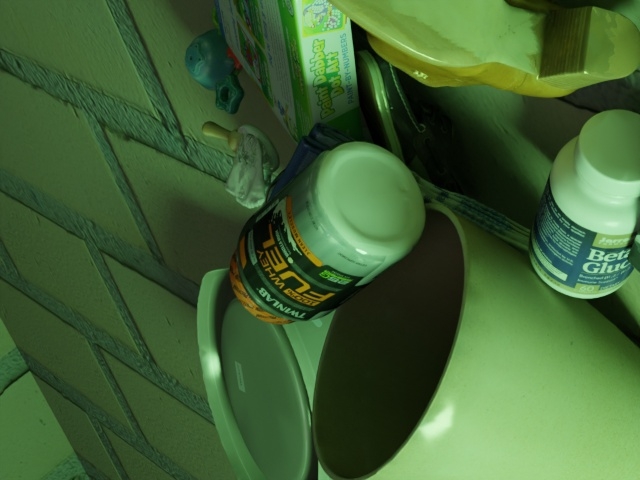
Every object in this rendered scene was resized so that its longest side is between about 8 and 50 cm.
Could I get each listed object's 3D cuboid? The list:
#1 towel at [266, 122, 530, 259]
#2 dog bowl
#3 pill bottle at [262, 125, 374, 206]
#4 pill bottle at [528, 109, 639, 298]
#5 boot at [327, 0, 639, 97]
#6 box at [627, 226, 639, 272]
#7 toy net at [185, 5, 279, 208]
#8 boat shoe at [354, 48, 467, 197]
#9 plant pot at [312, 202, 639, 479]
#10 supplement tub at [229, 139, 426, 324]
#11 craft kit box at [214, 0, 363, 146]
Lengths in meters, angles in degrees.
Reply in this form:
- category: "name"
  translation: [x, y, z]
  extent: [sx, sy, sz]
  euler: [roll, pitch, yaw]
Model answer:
- category: "towel"
  translation: [0.084, 0.008, 1.544]
  extent: [0.285, 0.034, 0.209]
  euler: [26, 143, -4]
- category: "dog bowl"
  translation: [-0.039, 0.180, 2.005]
  extent: [0.349, 0.102, 0.349]
  euler: [42, 139, 52]
- category: "pill bottle"
  translation: [0.010, -0.036, 1.694]
  extent: [0.121, 0.121, 0.216]
  euler: [53, 158, -2]
- category: "pill bottle"
  translation: [0.228, -0.031, 1.317]
  extent: [0.094, 0.094, 0.169]
  euler: [44, 157, 20]
- category: "boot"
  translation: [0.077, -0.167, 1.233]
  extent: [0.295, 0.104, 0.211]
  euler: [15, 175, -26]
- category: "box"
  translation: [0.356, -0.004, 1.134]
  extent: [0.242, 0.076, 0.307]
  euler: [44, 157, 20]
- category: "toy net"
  translation: [-0.081, -0.143, 1.722]
  extent: [0.122, 0.045, 0.232]
  euler: [-44, 58, 40]
- category: "boat shoe"
  translation: [0.089, -0.097, 1.520]
  extent: [0.080, 0.073, 0.223]
  euler: [-117, 4, -50]
- category: "plant pot"
  translation: [0.172, 0.132, 1.452]
  extent: [0.274, 0.256, 0.256]
  euler: [21, 168, -22]
- category: "supplement tub"
  translation: [0.000, 0.000, 1.450]
  extent: [0.117, 0.117, 0.190]
  euler: [52, 141, 2]
- category: "craft kit box"
  translation: [-0.042, -0.222, 1.519]
  extent: [0.250, 0.061, 0.247]
  euler: [82, 164, -51]
